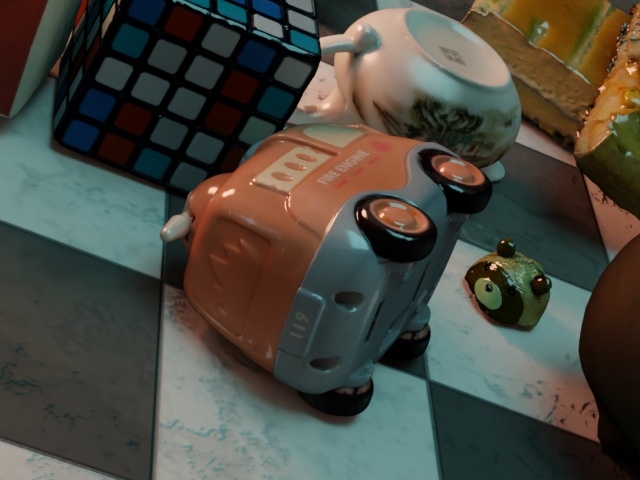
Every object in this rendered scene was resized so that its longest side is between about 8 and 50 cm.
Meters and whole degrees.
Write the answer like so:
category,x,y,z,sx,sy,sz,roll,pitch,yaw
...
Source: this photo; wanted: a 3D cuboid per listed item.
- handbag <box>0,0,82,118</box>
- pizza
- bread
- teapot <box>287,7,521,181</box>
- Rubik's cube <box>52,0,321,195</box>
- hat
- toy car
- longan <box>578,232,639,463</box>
category,x,y,z,sx,sy,sz,roll,pitch,yaw
handbag,-0.359,-0.241,1.572,0.298,0.151,0.171,22,27,-2
pizza,0.432,-0.179,2.028,0.440,0.130,0.406,18,62,-43
bread,0.280,-0.219,2.128,0.239,0.111,0.246,34,32,3
teapot,0.095,-0.148,1.840,0.298,0.139,0.204,18,34,-26
Rubik's cube,-0.122,-0.168,1.624,0.187,0.184,0.182,19,33,-17
hat,0.184,0.038,1.718,0.076,0.059,0.077,16,28,-32
toy car,0.000,0.000,1.505,0.212,0.180,0.270,29,29,15
longan,0.366,0.109,1.571,0.297,0.297,0.297,23,31,-15
